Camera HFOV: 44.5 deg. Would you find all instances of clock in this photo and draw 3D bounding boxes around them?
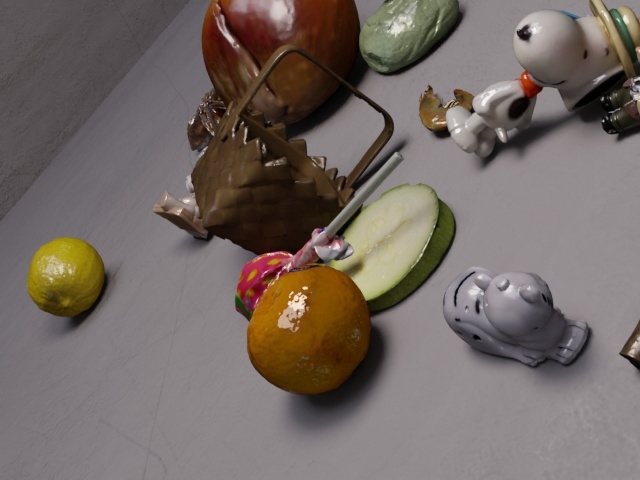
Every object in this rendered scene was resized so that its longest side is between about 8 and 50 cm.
[{"bbox_3d":[0.200,0.072,0.884,0.080,0.117,0.176,-54,30,-17],"label":"clock"}]

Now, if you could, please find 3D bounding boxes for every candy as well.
[{"bbox_3d":[0.000,0.000,1.161,0.365,0.124,0.124,-47,26,27],"label":"candy"}]

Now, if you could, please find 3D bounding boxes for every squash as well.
[{"bbox_3d":[0.100,0.012,1.174,0.219,0.041,0.219,-35,32,26],"label":"squash"}]

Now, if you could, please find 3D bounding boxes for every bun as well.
[{"bbox_3d":[0.167,-0.439,1.576,0.221,0.108,0.221,-31,33,23],"label":"bun"}]

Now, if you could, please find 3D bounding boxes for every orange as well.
[{"bbox_3d":[-0.014,0.120,1.057,0.177,0.155,0.177,-33,23,16],"label":"orange"}]

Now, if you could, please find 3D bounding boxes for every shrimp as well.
[{"bbox_3d":[0.211,-0.239,1.334,0.095,0.045,0.162,-32,30,21],"label":"shrimp"}]

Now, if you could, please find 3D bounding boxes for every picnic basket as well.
[{"bbox_3d":[-0.052,-0.138,1.321,0.321,0.254,0.291,-52,28,11],"label":"picnic basket"}]

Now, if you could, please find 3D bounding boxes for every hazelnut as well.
[{"bbox_3d":[-0.078,-0.424,1.684,0.372,0.315,0.372,-13,72,43],"label":"hazelnut"}]

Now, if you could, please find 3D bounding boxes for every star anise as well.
[{"bbox_3d":[-0.261,-0.335,2.016,0.229,0.093,0.236,-43,25,14],"label":"star anise"}]

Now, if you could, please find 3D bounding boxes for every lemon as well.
[{"bbox_3d":[-0.589,0.086,1.814,0.180,0.180,0.193,-23,55,33],"label":"lemon"}]

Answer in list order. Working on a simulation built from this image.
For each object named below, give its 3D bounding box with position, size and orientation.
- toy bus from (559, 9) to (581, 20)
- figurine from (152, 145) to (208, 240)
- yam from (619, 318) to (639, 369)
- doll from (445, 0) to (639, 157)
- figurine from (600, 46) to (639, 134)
[{"bbox_3d":[0.388,-0.335,1.237,0.046,0.038,0.083,-37,31,4],"label":"toy bus"},{"bbox_3d":[-0.238,-0.123,1.656,0.162,0.141,0.237,14,63,51],"label":"figurine"},{"bbox_3d":[0.406,-0.005,0.797,0.045,0.045,0.327,31,78,28],"label":"yam"},{"bbox_3d":[0.316,-0.228,1.106,0.271,0.208,0.144,118,147,-55],"label":"doll"},{"bbox_3d":[0.427,-0.196,0.949,0.196,0.108,0.114,-19,55,50],"label":"figurine"}]
